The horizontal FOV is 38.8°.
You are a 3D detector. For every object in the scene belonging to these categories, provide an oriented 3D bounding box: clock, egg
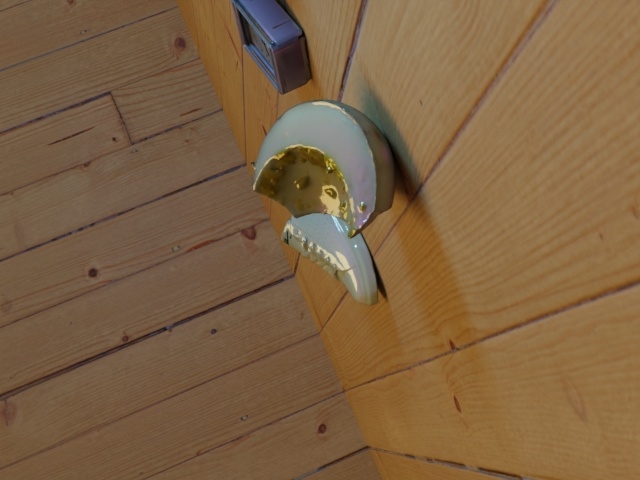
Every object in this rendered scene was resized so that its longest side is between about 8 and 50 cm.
[{"bbox_3d":[-0.100,-0.406,1.825,0.193,0.073,0.144,54,168,32],"label":"clock"},{"bbox_3d":[0.037,-0.121,1.496,0.271,0.162,0.206,16,99,39],"label":"egg"}]

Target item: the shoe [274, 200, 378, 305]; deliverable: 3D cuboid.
[{"bbox_3d":[0.000,0.000,2.036,0.132,0.160,0.363,84,162,-69],"label":"shoe"}]
